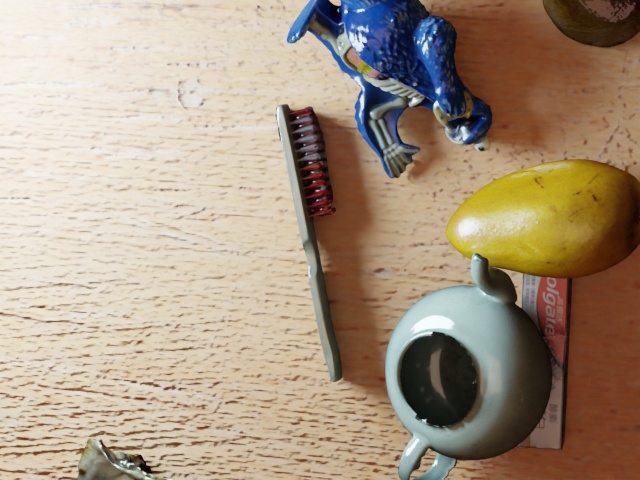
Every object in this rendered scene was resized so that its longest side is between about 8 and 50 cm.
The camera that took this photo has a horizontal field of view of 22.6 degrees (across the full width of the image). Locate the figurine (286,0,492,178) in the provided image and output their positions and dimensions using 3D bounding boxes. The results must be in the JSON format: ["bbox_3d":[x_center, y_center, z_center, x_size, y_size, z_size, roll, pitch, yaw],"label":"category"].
[{"bbox_3d":[0.093,-0.200,1.776,0.164,0.121,0.262,-24,114,37],"label":"figurine"}]

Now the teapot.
[{"bbox_3d":[0.156,0.147,1.759,0.193,0.129,0.294,29,109,31],"label":"teapot"}]

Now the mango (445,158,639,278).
[{"bbox_3d":[0.245,-0.023,1.742,0.219,0.145,0.112,-5,130,11],"label":"mango"}]

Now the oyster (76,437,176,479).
[{"bbox_3d":[-0.143,0.394,1.886,0.396,0.111,0.204,36,118,6],"label":"oyster"}]

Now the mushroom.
[{"bbox_3d":[0.305,-0.271,1.756,0.123,0.052,0.123,2,99,12],"label":"mushroom"}]

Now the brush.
[{"bbox_3d":[0.000,0.000,1.835,0.050,0.060,0.321,-10,93,1],"label":"brush"}]

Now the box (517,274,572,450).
[{"bbox_3d":[0.252,0.125,1.804,0.055,0.039,0.218,4,95,12],"label":"box"}]
